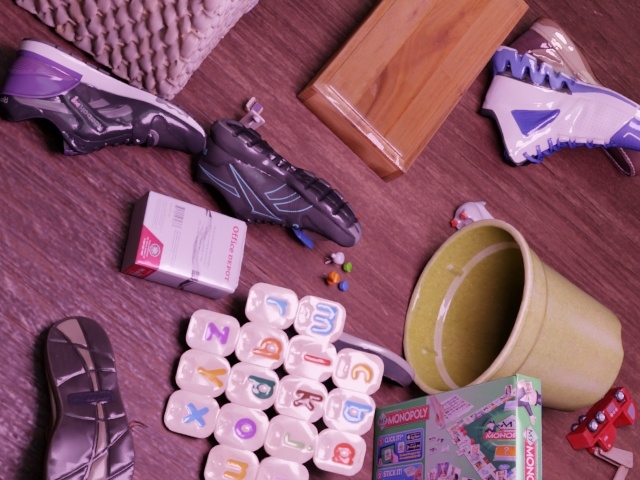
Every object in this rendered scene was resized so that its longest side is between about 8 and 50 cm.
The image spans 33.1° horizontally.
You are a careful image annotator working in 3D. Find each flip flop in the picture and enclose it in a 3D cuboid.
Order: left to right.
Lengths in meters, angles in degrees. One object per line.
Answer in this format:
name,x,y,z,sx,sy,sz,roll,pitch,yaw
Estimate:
flip flop,-0.303,0.230,1.355,0.112,0.080,0.277,1,59,-26

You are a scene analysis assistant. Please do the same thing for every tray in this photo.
tray,0.161,-0.314,1.773,0.203,0.076,0.411,43,66,-12

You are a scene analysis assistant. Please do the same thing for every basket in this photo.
basket,-0.223,-0.415,1.440,0.328,0.331,0.266,35,61,-8

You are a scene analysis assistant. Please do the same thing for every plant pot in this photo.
plant pot,0.310,0.141,1.633,0.254,0.276,0.276,24,63,-27

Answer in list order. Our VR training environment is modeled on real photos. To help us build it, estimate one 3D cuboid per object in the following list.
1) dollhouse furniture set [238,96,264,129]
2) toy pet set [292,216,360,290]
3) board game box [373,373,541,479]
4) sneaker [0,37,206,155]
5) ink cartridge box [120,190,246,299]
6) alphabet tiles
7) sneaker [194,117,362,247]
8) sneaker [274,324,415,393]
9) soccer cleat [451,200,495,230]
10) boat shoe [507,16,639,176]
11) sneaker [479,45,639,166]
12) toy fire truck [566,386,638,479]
dollhouse furniture set,-0.073,-0.155,1.607,0.114,0.081,0.091,42,58,-13
toy pet set,0.000,0.000,1.629,0.114,0.065,0.122,44,53,-54
board game box,0.176,0.313,1.460,0.046,0.317,0.213,16,67,-28
sneaker,-0.300,-0.158,1.479,0.283,0.107,0.124,24,78,-18
ink cartridge box,-0.188,0.009,1.496,0.151,0.063,0.109,19,65,-25
alphabet tiles,-0.062,0.208,1.476,0.278,0.021,0.284,15,78,-7
sneaker,-0.061,-0.064,1.551,0.267,0.106,0.101,36,17,3
sneaker,0.028,0.198,1.566,0.222,0.083,0.118,25,75,-21
soccer cleat,0.288,0.023,1.776,0.076,0.068,0.196,-22,83,-37
boat shoe,0.459,-0.236,1.947,0.123,0.123,0.342,-40,100,-3
sneaker,0.407,-0.190,1.841,0.316,0.127,0.182,26,99,14
toy fire truck,0.480,0.348,1.794,0.192,0.047,0.135,-36,95,-35
